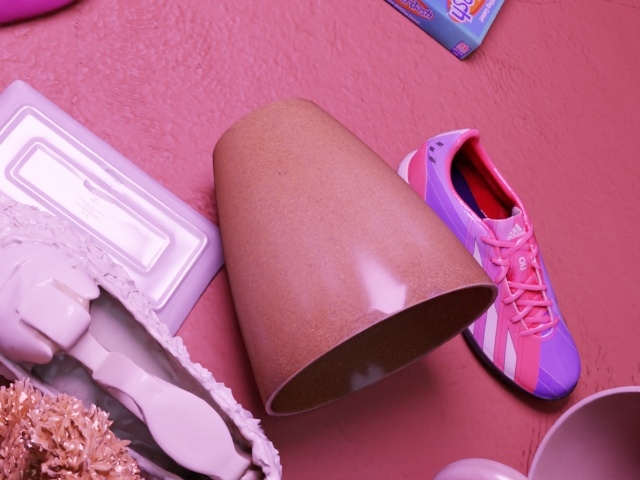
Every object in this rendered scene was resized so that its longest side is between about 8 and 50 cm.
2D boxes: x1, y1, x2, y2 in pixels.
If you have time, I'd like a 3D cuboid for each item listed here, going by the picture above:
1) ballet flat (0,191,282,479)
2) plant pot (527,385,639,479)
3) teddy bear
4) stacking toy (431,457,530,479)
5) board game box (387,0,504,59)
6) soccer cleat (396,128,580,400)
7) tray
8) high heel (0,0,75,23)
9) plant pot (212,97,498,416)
[{"bbox_3d":[-0.182,0.099,0.828,0.409,0.147,0.147,42,63,-8],"label":"ballet flat"},{"bbox_3d":[0.396,0.295,0.993,0.274,0.257,0.256,16,68,-37],"label":"plant pot"},{"bbox_3d":[-0.182,0.229,0.681,0.113,0.245,0.338,8,27,-41],"label":"teddy bear"},{"bbox_3d":[0.088,0.333,0.826,0.141,0.141,0.330,54,41,-1],"label":"stacking toy"},{"bbox_3d":[0.131,-0.343,1.157,0.210,0.047,0.160,35,64,-12],"label":"board game box"},{"bbox_3d":[0.195,0.028,1.034,0.109,0.116,0.318,-28,87,-28],"label":"soccer cleat"},{"bbox_3d":[-0.220,-0.028,0.917,0.270,0.030,0.145,37,62,-10],"label":"tray"},{"bbox_3d":[-0.365,-0.281,0.842,0.377,0.181,0.127,-6,77,-25],"label":"high heel"},{"bbox_3d":[0.000,0.000,0.915,0.237,0.237,0.254,-19,68,-27],"label":"plant pot"}]
